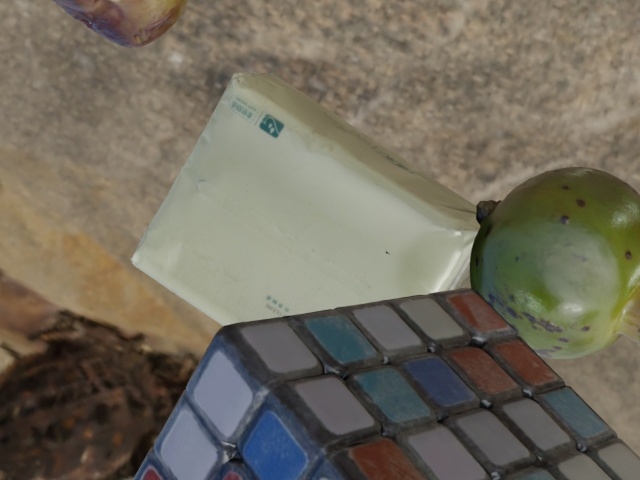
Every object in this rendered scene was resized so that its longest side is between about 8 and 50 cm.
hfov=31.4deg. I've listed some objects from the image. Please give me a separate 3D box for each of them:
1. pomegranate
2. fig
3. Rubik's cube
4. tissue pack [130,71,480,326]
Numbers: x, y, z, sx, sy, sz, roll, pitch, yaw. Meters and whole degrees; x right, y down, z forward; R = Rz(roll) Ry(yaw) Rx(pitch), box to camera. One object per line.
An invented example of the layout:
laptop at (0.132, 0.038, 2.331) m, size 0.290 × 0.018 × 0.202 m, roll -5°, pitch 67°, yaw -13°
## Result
pomegranate at (0.266, 0.023, 1.124) m, size 0.246 × 0.198 × 0.198 m, roll 4°, pitch 156°, yaw 46°
fig at (-0.175, -0.301, 1.147) m, size 0.160 × 0.230 × 0.143 m, roll 43°, pitch -164°, yaw -41°
Rubik's cube at (0.048, 0.236, 0.797) m, size 0.291 × 0.293 × 0.287 m, roll -6°, pitch -136°, yaw -48°
tissue pack at (0.000, 0.000, 1.455) m, size 0.380 × 0.297 × 0.207 m, roll 32°, pitch -164°, yaw 10°
